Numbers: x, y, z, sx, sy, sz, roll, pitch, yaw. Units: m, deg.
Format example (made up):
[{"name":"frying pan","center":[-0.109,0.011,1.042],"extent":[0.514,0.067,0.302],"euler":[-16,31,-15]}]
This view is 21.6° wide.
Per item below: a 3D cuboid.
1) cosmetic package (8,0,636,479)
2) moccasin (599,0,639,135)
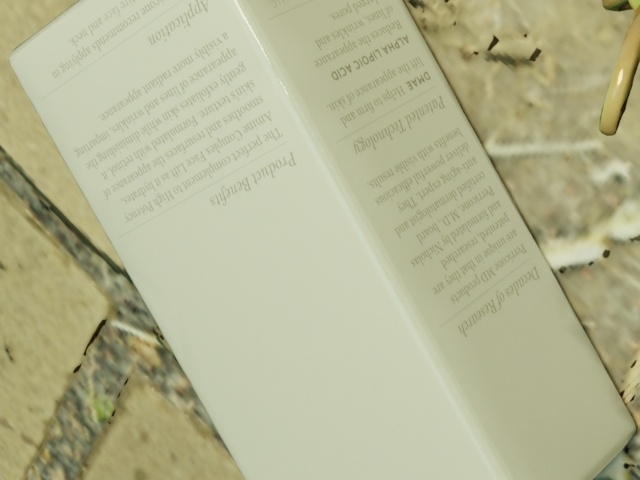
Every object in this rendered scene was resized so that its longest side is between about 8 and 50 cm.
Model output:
[{"name":"cosmetic package","center":[0.000,0.000,0.596],"extent":[0.117,0.085,0.231],"euler":[-25,96,43]},{"name":"moccasin","center":[0.140,-0.035,0.442],"extent":[0.147,0.139,0.380],"euler":[-10,114,32]}]
